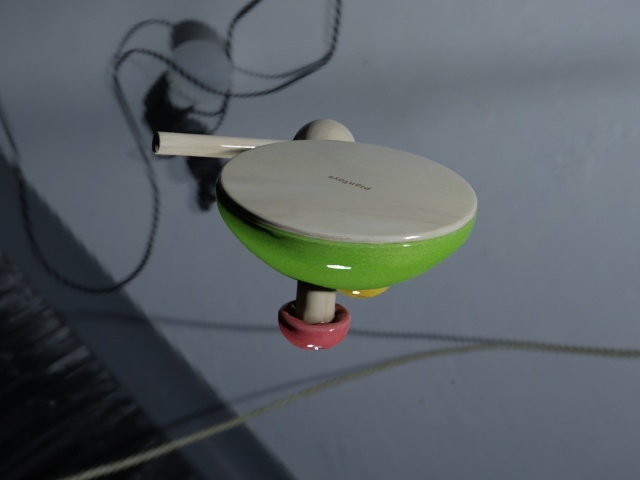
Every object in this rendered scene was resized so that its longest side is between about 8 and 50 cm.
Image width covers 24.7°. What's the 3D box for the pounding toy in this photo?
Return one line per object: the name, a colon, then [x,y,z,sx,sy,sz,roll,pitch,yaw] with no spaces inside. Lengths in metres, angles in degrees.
pounding toy: [0.000,0.000,1.057,0.237,0.183,0.110,36,128,50]
